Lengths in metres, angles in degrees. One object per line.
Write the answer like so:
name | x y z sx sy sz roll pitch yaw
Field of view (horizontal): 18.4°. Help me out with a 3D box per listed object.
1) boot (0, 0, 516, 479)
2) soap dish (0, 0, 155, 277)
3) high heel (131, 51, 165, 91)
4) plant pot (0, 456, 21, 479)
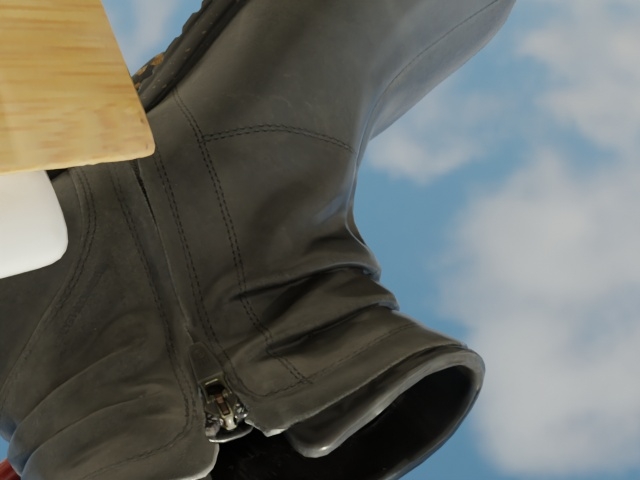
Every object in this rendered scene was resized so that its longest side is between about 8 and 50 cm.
boot | 0.000 0.000 0.809 0.338 0.118 0.223 -37 -130 -14
soap dish | -0.208 -0.047 0.456 0.229 0.118 0.291 6 -171 25
high heel | -0.140 -0.030 1.342 0.093 0.261 0.186 14 166 4
plant pot | -0.069 0.177 0.859 0.191 0.191 0.174 -16 -149 -26
